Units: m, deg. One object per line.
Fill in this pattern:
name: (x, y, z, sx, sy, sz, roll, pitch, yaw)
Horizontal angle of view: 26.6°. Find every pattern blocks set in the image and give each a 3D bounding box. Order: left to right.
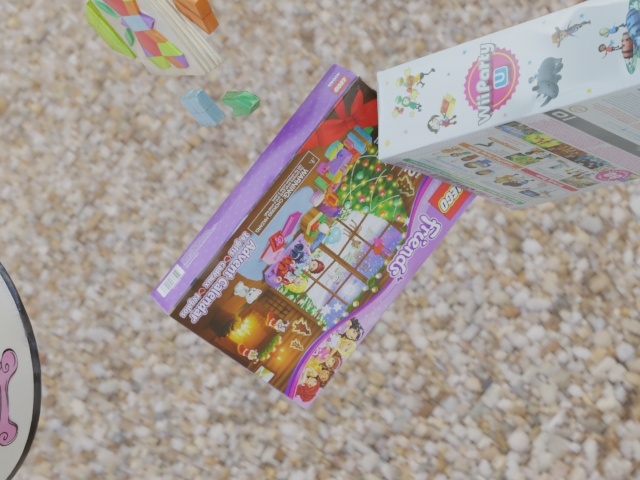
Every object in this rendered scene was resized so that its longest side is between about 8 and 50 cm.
pattern blocks set: (-0.201, -0.253, 1.521, 0.026, 0.325, 0.285, -49, 13, -19)

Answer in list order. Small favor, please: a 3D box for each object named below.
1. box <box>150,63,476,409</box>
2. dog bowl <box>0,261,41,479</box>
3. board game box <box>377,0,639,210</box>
box: (0.000, 0.000, 1.345, 0.293, 0.201, 0.057, -52, 33, 0)
dog bowl: (-0.531, 0.150, 1.557, 0.408, 0.150, 0.408, 6, 105, 22)
board game box: (0.236, -0.122, 1.234, 0.303, 0.224, 0.097, -15, 68, 40)
